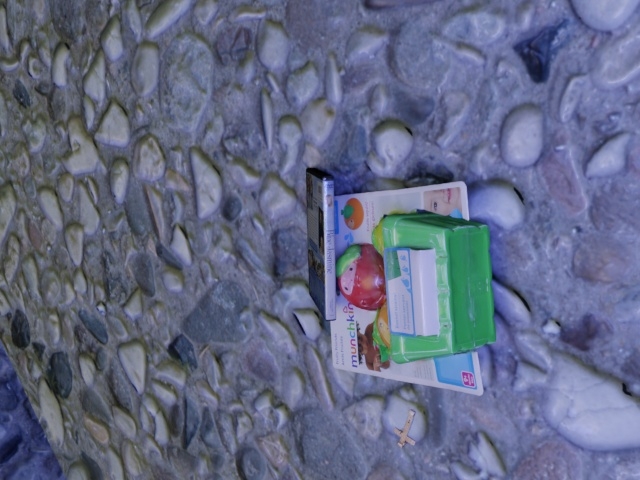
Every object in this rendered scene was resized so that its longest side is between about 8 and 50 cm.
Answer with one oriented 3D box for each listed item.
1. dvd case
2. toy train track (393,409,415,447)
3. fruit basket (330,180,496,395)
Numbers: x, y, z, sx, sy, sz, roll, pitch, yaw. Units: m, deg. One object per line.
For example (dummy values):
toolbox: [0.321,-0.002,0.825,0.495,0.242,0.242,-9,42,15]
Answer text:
dvd case: [0.000,0.000,1.257,0.180,0.022,0.253,-133,41,-75]
toy train track: [0.157,0.349,1.277,0.048,0.014,0.083,29,116,32]
fruit basket: [0.113,0.077,1.155,0.353,0.165,0.327,-1,93,46]
